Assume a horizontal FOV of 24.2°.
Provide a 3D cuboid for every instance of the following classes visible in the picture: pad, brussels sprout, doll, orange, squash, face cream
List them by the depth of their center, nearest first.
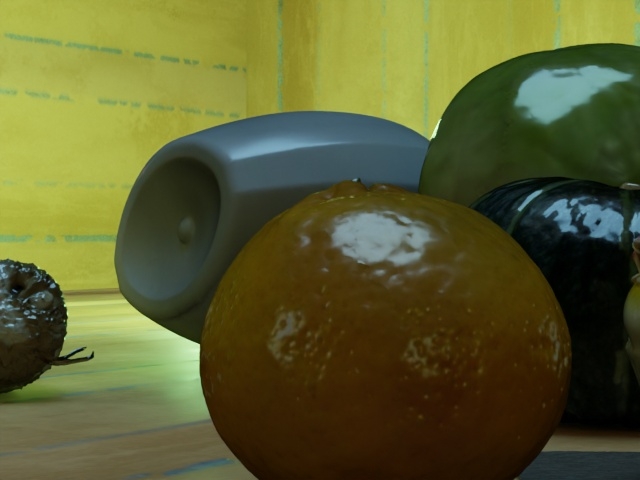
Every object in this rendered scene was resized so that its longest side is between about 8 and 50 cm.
[{"bbox_3d":[0.031,0.052,0.707,0.177,0.155,0.177,3,13,-1],"label":"orange"},{"bbox_3d":[0.235,0.123,0.769,0.266,0.002,0.176,0,1,4],"label":"pad"},{"bbox_3d":[0.207,0.041,1.050,0.252,0.165,0.252,5,2,0],"label":"squash"},{"bbox_3d":[-0.267,0.069,1.218,0.115,0.105,0.221,41,-16,-21],"label":"doll"},{"bbox_3d":[0.217,-0.031,1.295,0.273,0.317,0.242,24,-16,-10],"label":"brussels sprout"},{"bbox_3d":[0.000,0.000,1.474,0.357,0.220,0.312,5,-29,-39],"label":"face cream"}]

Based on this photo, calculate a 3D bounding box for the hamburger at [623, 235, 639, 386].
[{"bbox_3d":[0.267,0.051,0.664,0.227,0.151,0.295,2,0,-17],"label":"hamburger"}]
